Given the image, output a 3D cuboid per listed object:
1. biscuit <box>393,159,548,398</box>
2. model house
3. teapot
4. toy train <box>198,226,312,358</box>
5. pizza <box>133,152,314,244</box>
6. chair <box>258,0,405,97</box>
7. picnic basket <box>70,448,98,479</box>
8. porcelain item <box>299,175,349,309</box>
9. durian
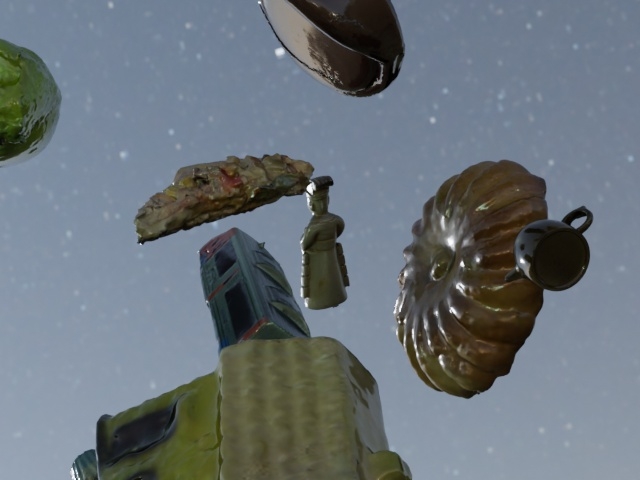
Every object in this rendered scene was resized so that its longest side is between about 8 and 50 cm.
[{"bbox_3d":[0.190,0.045,1.694,0.107,0.326,0.326,14,-32,-19],"label":"biscuit"},{"bbox_3d":[-0.037,0.194,0.973,0.234,0.193,0.175,-27,-58,12],"label":"model house"},{"bbox_3d":[0.253,0.006,1.398,0.121,0.068,0.076,-46,-65,-3],"label":"teapot"},{"bbox_3d":[-0.073,0.068,1.408,0.089,0.086,0.409,-45,17,6],"label":"toy train"},{"bbox_3d":[-0.117,-0.046,1.222,0.185,0.052,0.195,-3,18,35],"label":"pizza"},{"bbox_3d":[0.083,-0.319,1.404,0.401,0.226,0.226,-41,-11,-25],"label":"chair"},{"bbox_3d":[-0.184,0.214,1.083,0.083,0.083,0.065,-39,-40,-8],"label":"picnic basket"},{"bbox_3d":[0.000,0.000,1.980,0.084,0.213,0.054,-19,26,-32],"label":"porcelain item"},{"bbox_3d":[-0.550,-0.222,2.095,0.255,0.205,0.339,2,-2,5],"label":"durian"}]
